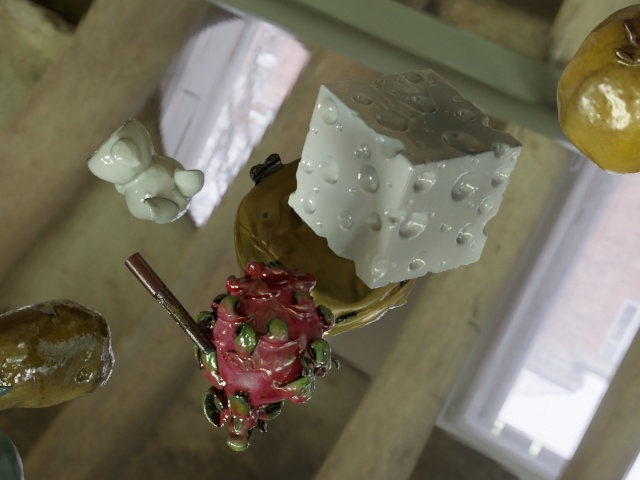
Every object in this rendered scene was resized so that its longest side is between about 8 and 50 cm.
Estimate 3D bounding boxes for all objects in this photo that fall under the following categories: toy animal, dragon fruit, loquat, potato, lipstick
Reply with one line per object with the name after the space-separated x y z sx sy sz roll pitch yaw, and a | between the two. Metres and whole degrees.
-0.306 -0.118 2.176 0.193 0.127 0.178 45 169 -3 | toy animal
-0.093 0.162 1.836 0.218 0.273 0.198 15 -134 -32 | dragon fruit
0.411 -0.193 1.599 0.193 0.238 0.238 40 -168 15 | loquat
-0.508 0.197 2.049 0.369 0.176 0.195 -7 176 -45 | potato
-0.203 0.088 1.705 0.176 0.027 0.027 48 -167 11 | lipstick

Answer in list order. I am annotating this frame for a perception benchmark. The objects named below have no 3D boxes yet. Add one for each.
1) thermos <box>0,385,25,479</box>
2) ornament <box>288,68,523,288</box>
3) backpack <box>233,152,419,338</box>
-0.430 0.300 1.447 0.182 0.287 0.145 -7 161 -21 | thermos
0.130 -0.104 1.989 0.239 0.240 0.240 -13 -136 -35 | ornament
-0.001 0.004 2.359 0.378 0.353 0.201 45 157 25 | backpack
